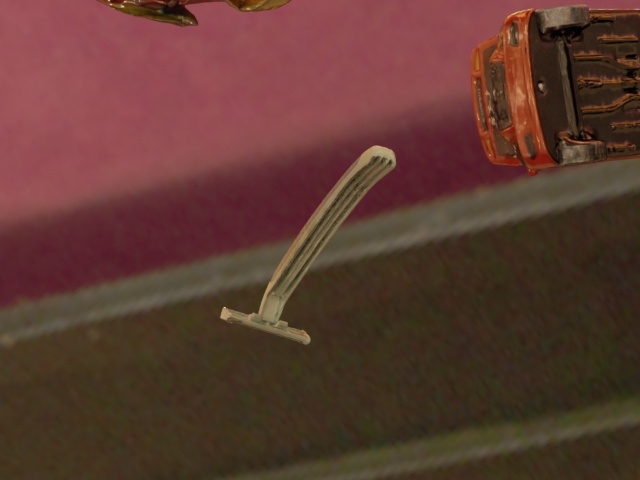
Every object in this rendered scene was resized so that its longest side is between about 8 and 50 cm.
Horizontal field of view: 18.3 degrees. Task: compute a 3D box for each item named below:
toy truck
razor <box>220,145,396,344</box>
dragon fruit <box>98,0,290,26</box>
[{"bbox_3d":[0.191,-0.103,1.382,0.114,0.252,0.108,-8,90,42],"label":"toy truck"},{"bbox_3d":[-0.001,-0.003,1.383,0.191,0.068,0.037,-56,27,36],"label":"razor"},{"bbox_3d":[-0.033,-0.081,0.472,0.056,0.083,0.060,23,92,49],"label":"dragon fruit"}]
